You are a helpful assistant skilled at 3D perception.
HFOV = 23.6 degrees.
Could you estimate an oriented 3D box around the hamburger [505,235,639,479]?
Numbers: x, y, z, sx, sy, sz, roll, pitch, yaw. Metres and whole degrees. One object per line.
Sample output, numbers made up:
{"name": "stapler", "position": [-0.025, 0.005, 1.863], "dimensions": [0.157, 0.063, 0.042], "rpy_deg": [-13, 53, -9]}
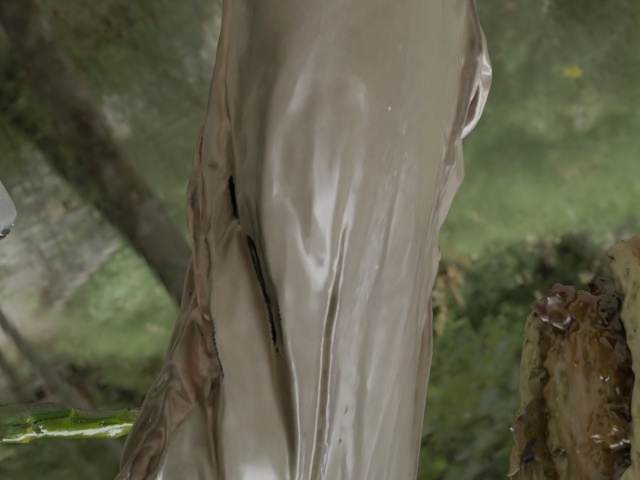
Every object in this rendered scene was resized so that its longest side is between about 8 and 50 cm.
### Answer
{"name": "hamburger", "position": [0.189, 0.146, 0.712], "dimensions": [0.245, 0.282, 0.155], "rpy_deg": [-50, -170, -28]}

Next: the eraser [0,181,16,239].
{"name": "eraser", "position": [-0.396, -0.002, 1.206], "dimensions": [0.331, 0.150, 0.331], "rpy_deg": [-27, -170, 5]}

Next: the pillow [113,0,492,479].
{"name": "pillow", "position": [0.000, 0.000, 0.531], "dimensions": [0.067, 0.270, 0.173], "rpy_deg": [6, 169, 29]}

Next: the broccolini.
{"name": "broccolini", "position": [-0.119, 0.109, 1.008], "dimensions": [0.254, 0.057, 0.071], "rpy_deg": [12, 111, -51]}

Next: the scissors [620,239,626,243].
{"name": "scissors", "position": [0.295, 0.056, 1.097], "dimensions": [0.020, 0.187, 0.133], "rpy_deg": [-56, 177, 8]}
